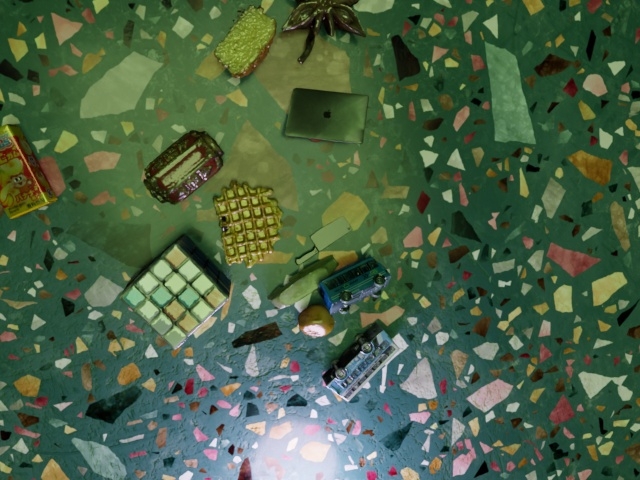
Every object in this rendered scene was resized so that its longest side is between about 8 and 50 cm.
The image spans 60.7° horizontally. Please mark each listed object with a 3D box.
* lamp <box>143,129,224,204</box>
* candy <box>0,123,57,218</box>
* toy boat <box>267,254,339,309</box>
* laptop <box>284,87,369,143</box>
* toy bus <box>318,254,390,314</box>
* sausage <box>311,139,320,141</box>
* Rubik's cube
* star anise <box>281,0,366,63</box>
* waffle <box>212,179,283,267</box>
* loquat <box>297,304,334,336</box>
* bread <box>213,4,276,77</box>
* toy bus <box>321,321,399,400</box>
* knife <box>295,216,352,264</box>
[{"bbox_3d":[-0.451,-0.241,1.814,0.274,0.177,0.177,-40,103,-3],"label":"lamp"},{"bbox_3d":[-0.993,-0.223,1.769,0.146,0.088,0.276,-22,101,-3],"label":"candy"},{"bbox_3d":[-0.059,0.156,1.996,0.293,0.055,0.093,-35,105,-2],"label":"toy boat"},{"bbox_3d":[0.023,-0.427,1.867,0.269,0.015,0.188,7,75,6],"label":"laptop"},{"bbox_3d":[0.121,0.160,1.966,0.246,0.113,0.134,-26,65,-16],"label":"toy bus"},{"bbox_3d":[0.046,-0.405,1.909,0.194,0.077,0.077,-30,103,-4],"label":"sausage"},{"bbox_3d":[-0.473,0.161,1.828,0.253,0.256,0.259,-41,102,-1],"label":"Rubik's cube"},{"bbox_3d":[0.007,-0.773,1.827,0.292,0.109,0.349,-9,90,0],"label":"star anise"},{"bbox_3d":[-0.269,-0.062,1.924,0.283,0.065,0.309,33,90,-15],"label":"waffle"},{"bbox_3d":[-0.018,0.296,1.995,0.137,0.137,0.113,-3,65,-9],"label":"loquat"},{"bbox_3d":[-0.243,-0.643,1.790,0.143,0.139,0.229,39,91,-11],"label":"bread"},{"bbox_3d":[0.150,0.455,2.056,0.297,0.106,0.131,-46,107,-1],"label":"toy bus"},{"bbox_3d":[0.000,0.000,2.001,0.245,0.019,0.072,-35,99,-5],"label":"knife"}]
